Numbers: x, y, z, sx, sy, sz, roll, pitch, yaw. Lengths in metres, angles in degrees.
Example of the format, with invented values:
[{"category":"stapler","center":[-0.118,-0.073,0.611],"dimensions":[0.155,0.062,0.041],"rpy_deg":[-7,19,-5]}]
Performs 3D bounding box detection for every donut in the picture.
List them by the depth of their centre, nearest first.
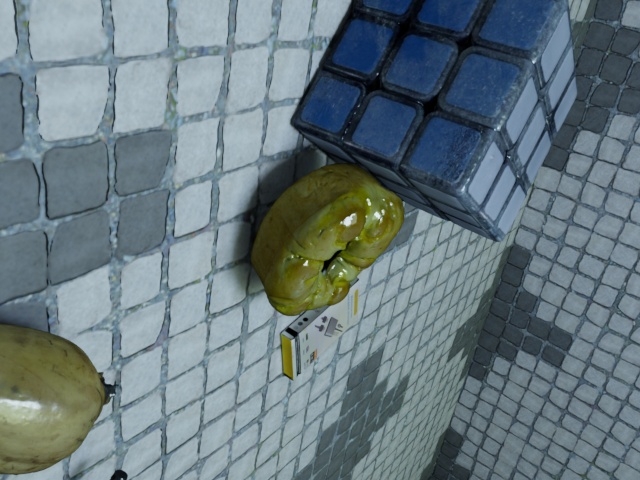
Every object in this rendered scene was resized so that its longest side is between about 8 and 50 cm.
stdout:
[{"category":"donut","center":[0.000,0.000,0.910],"dimensions":[0.209,0.128,0.261],"rpy_deg":[-3,137,-48]}]

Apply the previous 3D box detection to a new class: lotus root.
[{"category":"lotus root","center":[-0.323,0.162,0.594],"dimensions":[0.155,0.140,0.257],"rpy_deg":[-28,145,21]}]

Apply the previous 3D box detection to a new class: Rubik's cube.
[{"category":"Rubik's cube","center":[0.196,-0.209,0.929],"dimensions":[0.305,0.301,0.304],"rpy_deg":[-62,151,2]}]

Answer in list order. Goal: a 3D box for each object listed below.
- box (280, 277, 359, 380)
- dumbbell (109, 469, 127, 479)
[{"category":"box","center":[0.012,0.171,1.222],"dimensions":[0.247,0.033,0.129],"rpy_deg":[-38,142,-36]},{"category":"dumbbell","center":[-0.346,0.457,0.785],"dimensions":[0.325,0.143,0.143],"rpy_deg":[-62,150,-2]}]
